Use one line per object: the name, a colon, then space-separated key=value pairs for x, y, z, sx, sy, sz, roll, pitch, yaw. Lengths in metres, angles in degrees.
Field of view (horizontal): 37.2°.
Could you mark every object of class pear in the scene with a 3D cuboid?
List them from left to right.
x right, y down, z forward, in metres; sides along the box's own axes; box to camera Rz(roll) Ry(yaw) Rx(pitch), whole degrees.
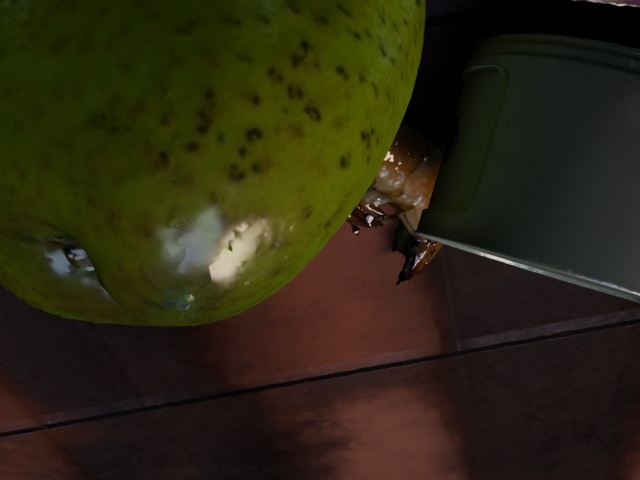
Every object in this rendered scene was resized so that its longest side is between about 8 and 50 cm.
pear: x=-0.094 y=-0.100 z=0.549 sx=0.343 sy=0.318 sz=0.238 roll=-5 pitch=146 yaw=-4

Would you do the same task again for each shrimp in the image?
shrimp: x=0.000 y=0.000 z=0.883 sx=0.290 sy=0.054 sz=0.222 roll=-38 pitch=132 yaw=23

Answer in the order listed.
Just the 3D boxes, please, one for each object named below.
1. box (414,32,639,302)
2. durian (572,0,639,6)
box: x=0.198 y=-0.043 z=0.699 sx=0.226 sy=0.149 sz=0.226 roll=17 pitch=180 yaw=0
durian: x=0.323 y=-0.173 z=0.623 sx=0.261 sy=0.153 sz=0.186 roll=36 pitch=125 yaw=-13
